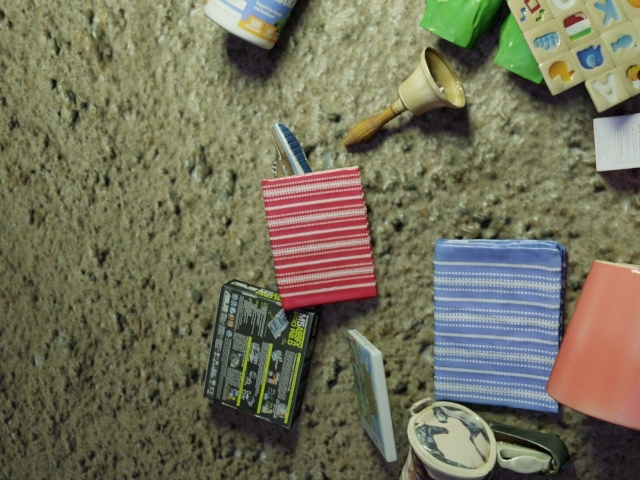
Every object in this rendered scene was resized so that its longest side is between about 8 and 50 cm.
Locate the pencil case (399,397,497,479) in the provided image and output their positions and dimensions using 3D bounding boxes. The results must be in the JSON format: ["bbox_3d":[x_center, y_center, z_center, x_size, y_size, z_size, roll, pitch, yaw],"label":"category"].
[{"bbox_3d":[0.209,0.478,1.277,0.184,0.160,0.410,28,131,28],"label":"pencil case"}]

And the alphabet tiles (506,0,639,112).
[{"bbox_3d":[0.455,-0.397,1.118,0.285,0.011,0.342,-26,90,-4],"label":"alphabet tiles"}]

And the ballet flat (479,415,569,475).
[{"bbox_3d":[0.332,0.395,1.320,0.281,0.096,0.095,3,103,19],"label":"ballet flat"}]

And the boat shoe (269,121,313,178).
[{"bbox_3d":[-0.062,-0.146,1.377,0.066,0.066,0.183,-26,90,23],"label":"boat shoe"}]

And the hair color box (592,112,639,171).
[{"bbox_3d":[0.554,-0.172,1.163,0.167,0.053,0.093,-4,97,21],"label":"hair color box"}]

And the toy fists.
[{"bbox_3d":[0.316,-0.388,1.188,0.279,0.096,0.142,30,115,10],"label":"toy fists"}]

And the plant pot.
[{"bbox_3d":[0.534,0.166,1.134,0.275,0.275,0.243,10,94,18],"label":"plant pot"}]

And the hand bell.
[{"bbox_3d":[0.136,-0.243,1.287,0.242,0.126,0.126,-29,89,35],"label":"hand bell"}]

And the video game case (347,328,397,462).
[{"bbox_3d":[0.098,0.297,1.342,0.023,0.193,0.212,-10,97,-10],"label":"video game case"}]

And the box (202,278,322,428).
[{"bbox_3d":[-0.128,0.242,1.475,0.216,0.060,0.270,15,105,16],"label":"box"}]

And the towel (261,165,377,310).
[{"bbox_3d":[0.000,0.000,1.358,0.199,0.031,0.274,-8,102,1],"label":"towel"}]

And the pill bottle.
[{"bbox_3d":[-0.096,-0.512,1.275,0.152,0.152,0.272,34,110,11],"label":"pill bottle"}]

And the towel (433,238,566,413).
[{"bbox_3d":[0.336,0.161,1.308,0.243,0.040,0.335,2,100,20],"label":"towel"}]
